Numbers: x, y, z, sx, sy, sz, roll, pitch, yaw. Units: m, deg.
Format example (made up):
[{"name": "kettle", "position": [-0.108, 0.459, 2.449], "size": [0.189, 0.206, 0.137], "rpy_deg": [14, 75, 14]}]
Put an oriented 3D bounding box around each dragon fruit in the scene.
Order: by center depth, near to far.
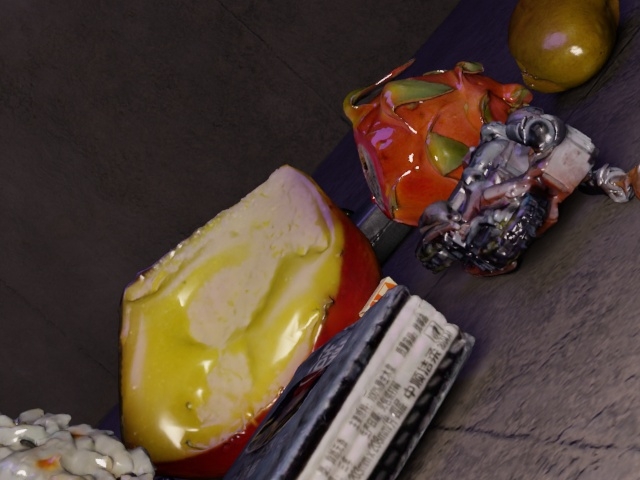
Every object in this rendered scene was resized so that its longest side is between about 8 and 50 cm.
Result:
[{"name": "dragon fruit", "position": [0.156, -0.120, 1.571], "size": [0.227, 0.224, 0.224], "rpy_deg": [-28, 4, -11]}]

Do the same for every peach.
[{"name": "peach", "position": [-0.080, 0.131, 1.521], "size": [0.380, 0.242, 0.306], "rpy_deg": [-38, 52, 1]}]

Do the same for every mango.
[{"name": "mango", "position": [0.335, -0.281, 1.720], "size": [0.167, 0.130, 0.262], "rpy_deg": [-38, 18, 27]}]

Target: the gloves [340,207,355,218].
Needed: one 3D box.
[{"name": "gloves", "position": [0.009, 0.010, 2.135], "size": [0.135, 0.107, 0.268], "rpy_deg": [-36, -5, 24]}]

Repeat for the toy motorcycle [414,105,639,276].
[{"name": "toy motorcycle", "position": [0.214, -0.057, 1.277], "size": [0.207, 0.134, 0.401], "rpy_deg": [-55, 8, -9]}]

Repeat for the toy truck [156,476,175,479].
[{"name": "toy truck", "position": [-0.257, 0.361, 1.638], "size": [0.147, 0.165, 0.224], "rpy_deg": [-49, 8, -9]}]

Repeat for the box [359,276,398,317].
[{"name": "box", "position": [0.090, 0.090, 1.353], "size": [0.015, 0.093, 0.058], "rpy_deg": [-33, 16, 52]}]

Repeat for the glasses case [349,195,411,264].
[{"name": "glasses case", "position": [0.033, 0.042, 1.957], "size": [0.323, 0.074, 0.131], "rpy_deg": [-49, 7, -4]}]

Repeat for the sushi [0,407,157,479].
[{"name": "sushi", "position": [-0.240, 0.334, 0.983], "size": [0.417, 0.417, 0.176], "rpy_deg": [-44, -22, 27]}]

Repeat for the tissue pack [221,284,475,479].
[{"name": "tissue pack", "position": [-0.019, 0.229, 1.176], "size": [0.361, 0.122, 0.259], "rpy_deg": [-55, 7, -29]}]
